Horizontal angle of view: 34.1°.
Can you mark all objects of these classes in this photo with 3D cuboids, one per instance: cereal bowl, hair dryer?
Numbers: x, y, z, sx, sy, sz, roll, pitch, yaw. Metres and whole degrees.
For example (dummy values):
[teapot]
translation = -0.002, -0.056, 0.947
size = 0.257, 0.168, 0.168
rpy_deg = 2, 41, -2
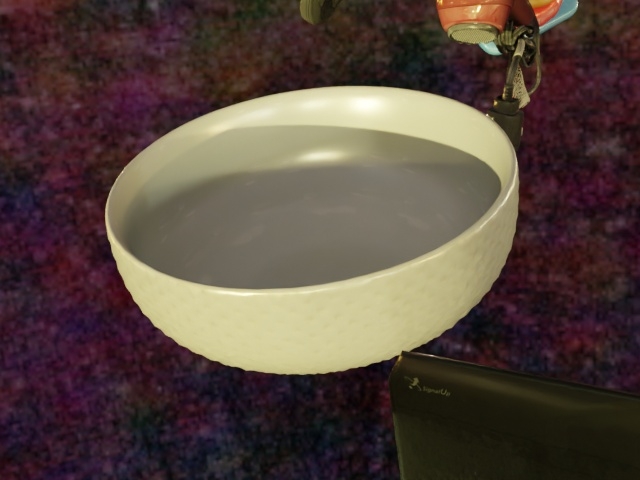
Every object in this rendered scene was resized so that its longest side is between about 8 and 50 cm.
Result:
[cereal bowl]
translation = 0.000, 0.000, 0.876
size = 0.339, 0.141, 0.339
rpy_deg = -7, 32, 4
[hair dryer]
translation = 0.174, -0.253, 1.079
size = 0.080, 0.293, 0.223
rpy_deg = 0, 32, 18

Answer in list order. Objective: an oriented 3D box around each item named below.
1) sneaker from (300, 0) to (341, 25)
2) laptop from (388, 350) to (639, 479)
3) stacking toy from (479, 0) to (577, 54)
[sneaker]
translation = 0.048, -0.260, 0.979
size = 0.089, 0.170, 0.051
rpy_deg = 37, 34, 15
[laptop]
translation = 0.170, 0.156, 0.388
size = 0.234, 0.136, 0.264
rpy_deg = 6, -16, 44
[stacking toy]
translation = 0.279, -0.392, 1.353
size = 0.175, 0.165, 0.302
rpy_deg = -30, -10, -16
